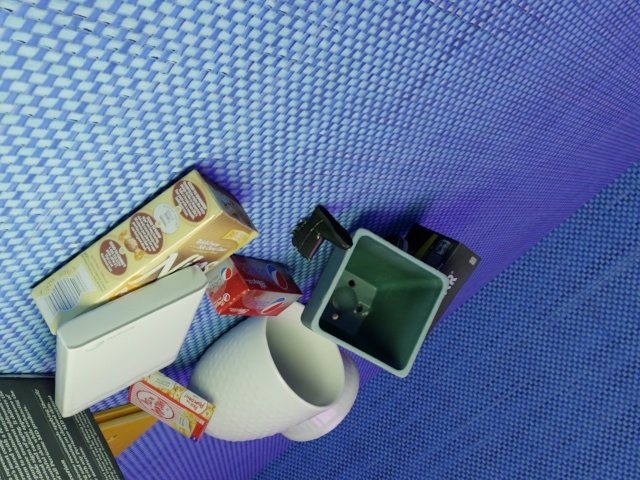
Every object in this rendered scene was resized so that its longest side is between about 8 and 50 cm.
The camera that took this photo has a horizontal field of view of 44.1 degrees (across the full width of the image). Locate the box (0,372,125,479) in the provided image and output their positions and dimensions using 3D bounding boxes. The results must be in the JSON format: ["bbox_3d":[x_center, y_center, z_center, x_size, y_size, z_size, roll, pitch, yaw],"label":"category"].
[{"bbox_3d":[-0.668,0.469,1.317,0.480,0.297,0.472,-38,159,10],"label":"box"}]

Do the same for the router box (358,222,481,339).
[{"bbox_3d":[0.228,0.121,1.967,0.309,0.081,0.243,-54,-156,-1],"label":"router box"}]

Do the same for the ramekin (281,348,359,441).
[{"bbox_3d":[-0.049,0.375,2.091,0.277,0.277,0.135,-37,126,8],"label":"ramekin"}]

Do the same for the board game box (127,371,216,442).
[{"bbox_3d":[-0.338,0.367,1.784,0.045,0.193,0.147,-57,177,-36],"label":"board game box"}]

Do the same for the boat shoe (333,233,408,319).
[{"bbox_3d":[0.104,0.087,2.001,0.285,0.103,0.092,-46,117,2],"label":"boat shoe"}]

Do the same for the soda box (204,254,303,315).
[{"bbox_3d":[-0.137,0.096,1.614,0.083,0.092,0.263,-39,161,14],"label":"soda box"}]

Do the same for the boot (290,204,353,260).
[{"bbox_3d":[0.000,0.000,1.579,0.099,0.121,0.045,-50,155,23],"label":"boot"}]

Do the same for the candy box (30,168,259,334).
[{"bbox_3d":[-0.267,0.033,1.238,0.316,0.087,0.183,-35,164,5],"label":"candy box"}]

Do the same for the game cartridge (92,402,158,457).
[{"bbox_3d":[-0.573,0.513,1.971,0.323,0.053,0.285,-41,161,25],"label":"game cartridge"}]

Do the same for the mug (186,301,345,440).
[{"bbox_3d":[-0.136,0.317,1.929,0.328,0.276,0.374,-33,-173,29],"label":"mug"}]

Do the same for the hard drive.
[{"bbox_3d":[-0.321,0.176,1.307,0.233,0.047,0.353,-26,163,-29],"label":"hard drive"}]

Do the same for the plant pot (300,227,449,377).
[{"bbox_3d":[0.094,0.141,1.807,0.247,0.247,0.252,-64,-165,-11],"label":"plant pot"}]
